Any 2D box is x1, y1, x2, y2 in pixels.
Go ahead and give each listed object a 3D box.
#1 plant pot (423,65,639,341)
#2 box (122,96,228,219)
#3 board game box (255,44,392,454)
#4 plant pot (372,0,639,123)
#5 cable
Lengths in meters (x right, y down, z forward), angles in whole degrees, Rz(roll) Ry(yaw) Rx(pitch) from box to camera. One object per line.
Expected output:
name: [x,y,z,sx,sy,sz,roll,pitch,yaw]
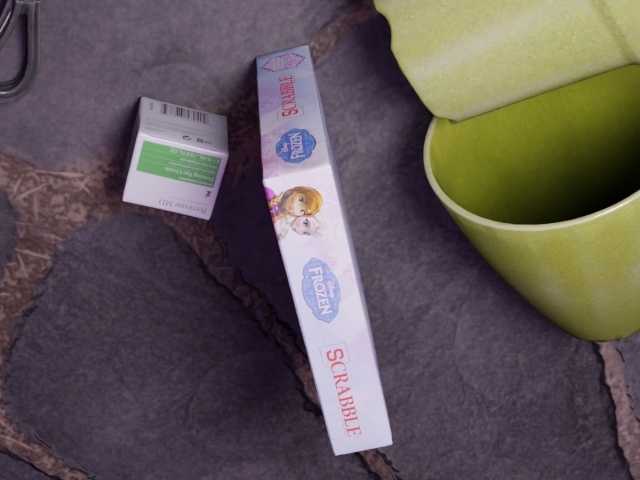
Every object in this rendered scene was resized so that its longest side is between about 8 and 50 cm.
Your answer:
plant pot: [0.285,-0.025,1.272,0.275,0.275,0.293,-22,135,7]
box: [-0.159,-0.091,1.265,0.101,0.102,0.087,12,119,-13]
board game box: [0.000,0.000,1.206,0.066,0.318,0.319,-12,118,2]
plant pot: [0.198,-0.248,1.143,0.254,0.276,0.276,-25,118,22]
cable: [-0.306,-0.282,1.193,0.139,0.072,0.287,-10,133,-19]
